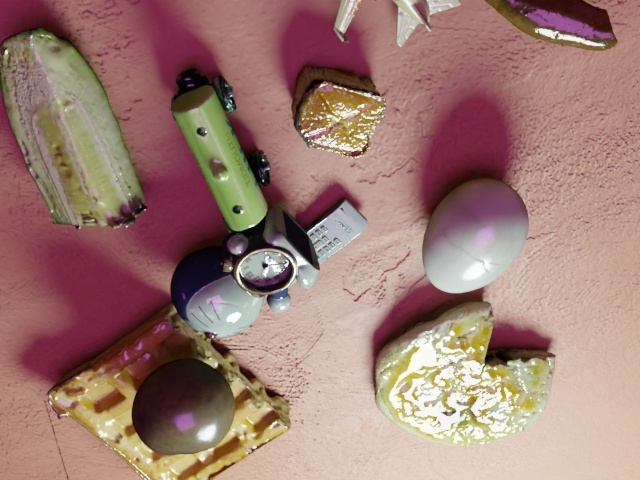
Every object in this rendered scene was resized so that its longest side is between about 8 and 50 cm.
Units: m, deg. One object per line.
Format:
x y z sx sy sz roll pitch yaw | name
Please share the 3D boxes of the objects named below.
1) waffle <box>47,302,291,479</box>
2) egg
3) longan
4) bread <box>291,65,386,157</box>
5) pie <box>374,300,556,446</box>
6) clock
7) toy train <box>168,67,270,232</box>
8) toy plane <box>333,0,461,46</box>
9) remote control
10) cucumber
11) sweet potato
-0.270 0.299 1.714 0.304 0.077 0.348 -34 116 16 | waffle
0.245 -0.004 1.529 0.151 0.151 0.209 21 119 -15 | egg
-0.227 0.277 1.564 0.167 0.167 0.187 28 130 -17 | longan
0.022 -0.194 1.455 0.140 0.069 0.127 11 119 -13 | bread
0.254 0.257 1.720 0.338 0.075 0.337 -1 120 -2 | pie
-0.126 0.061 1.540 0.243 0.146 0.199 -31 132 19 | clock
-0.150 -0.130 1.431 0.105 0.157 0.253 -19 119 8 | toy train
0.092 -0.386 1.334 0.229 0.092 0.244 -33 124 17 | toy plane
0.000 0.000 1.587 0.166 0.029 0.065 -38 114 22 | remote control
-0.380 -0.173 1.430 0.145 0.105 0.325 -1 123 28 | cucumber
0.318 -0.337 1.395 0.244 0.077 0.077 20 117 1 | sweet potato
